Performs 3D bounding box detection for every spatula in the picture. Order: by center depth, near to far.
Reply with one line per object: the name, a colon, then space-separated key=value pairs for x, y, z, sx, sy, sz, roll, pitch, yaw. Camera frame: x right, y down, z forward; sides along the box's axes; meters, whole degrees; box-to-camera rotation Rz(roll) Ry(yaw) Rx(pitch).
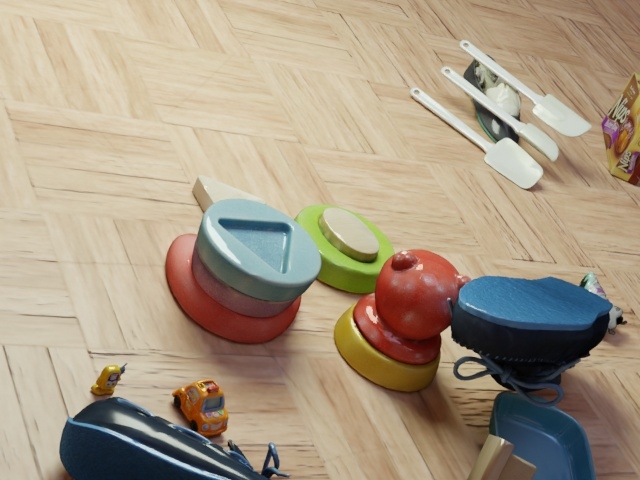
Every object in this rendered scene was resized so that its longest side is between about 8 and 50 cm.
spatula: x=0.262 y=-0.193 z=1.897 sx=0.242 sy=0.019 sz=0.168 roll=40 pitch=69 yaw=17

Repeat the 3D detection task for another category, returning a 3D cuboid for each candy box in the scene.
candy box: x=0.509 y=-0.184 z=2.060 sx=0.053 sy=0.109 sz=0.187 roll=23 pitch=32 yaw=-8

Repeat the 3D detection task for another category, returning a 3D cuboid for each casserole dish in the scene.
casserole dish: x=0.222 y=0.229 z=1.298 sx=0.114 sy=0.037 sz=0.188 roll=22 pitch=32 yaw=-11

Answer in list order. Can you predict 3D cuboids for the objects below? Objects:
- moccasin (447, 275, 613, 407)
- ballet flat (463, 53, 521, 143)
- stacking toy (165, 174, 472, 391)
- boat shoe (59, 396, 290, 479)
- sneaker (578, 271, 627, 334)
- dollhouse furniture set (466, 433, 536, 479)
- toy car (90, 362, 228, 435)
moccasin: x=0.228 y=0.112 z=1.334 sx=0.137 sy=0.117 sz=0.342 roll=28 pitch=12 yaw=30
ballet flat: x=0.270 y=-0.226 z=1.971 sx=0.074 sy=0.074 sz=0.203 roll=15 pitch=34 yaw=-22
stacking toy: x=0.000 y=0.000 z=1.367 sx=0.309 sy=0.130 sz=0.279 roll=16 pitch=33 yaw=-20
boat shoe: x=-0.084 y=0.194 z=1.042 sx=0.258 sy=0.109 sz=0.089 roll=33 pitch=28 yaw=4
sneaker: x=0.361 y=0.086 z=1.621 sx=0.069 sy=0.038 sz=0.098 roll=26 pitch=40 yaw=-7
dollhouse furniture set: x=0.010 y=0.259 z=0.767 sx=0.174 sy=0.355 sz=0.303 roll=28 pitch=-8 yaw=-2
toy car: x=-0.138 y=0.141 z=1.138 sx=0.122 sy=0.040 sz=0.060 roll=9 pitch=36 yaw=-29
